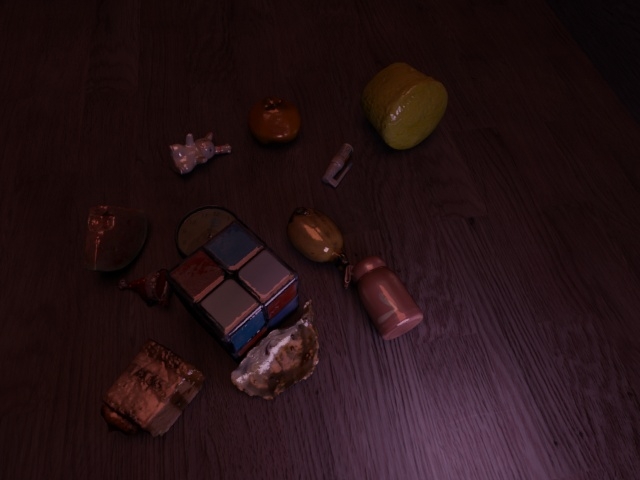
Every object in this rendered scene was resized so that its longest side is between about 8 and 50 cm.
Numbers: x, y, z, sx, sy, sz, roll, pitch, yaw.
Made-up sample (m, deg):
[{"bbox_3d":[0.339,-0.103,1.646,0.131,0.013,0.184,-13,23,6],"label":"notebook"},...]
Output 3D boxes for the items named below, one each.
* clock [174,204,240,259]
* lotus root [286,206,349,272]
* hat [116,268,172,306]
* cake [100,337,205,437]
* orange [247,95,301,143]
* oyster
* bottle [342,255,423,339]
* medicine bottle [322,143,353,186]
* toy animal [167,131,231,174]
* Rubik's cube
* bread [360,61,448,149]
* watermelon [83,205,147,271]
[{"bbox_3d":[-0.446,-0.022,1.736,0.280,0.055,0.281,1,60,-3],"label":"clock"},{"bbox_3d":[0.000,0.000,1.686,0.310,0.183,0.183,42,66,14],"label":"lotus root"},{"bbox_3d":[-0.651,0.175,1.596,0.227,0.129,0.140,-2,83,15],"label":"hat"},{"bbox_3d":[-0.532,0.488,1.350,0.198,0.196,0.293,30,61,11],"label":"cake"},{"bbox_3d":[-0.207,-0.552,1.987,0.248,0.183,0.249,1,58,-1],"label":"orange"},{"bbox_3d":[-0.114,0.397,1.498,0.396,0.111,0.204,-40,87,-23],"label":"oyster"},{"bbox_3d":[0.214,0.201,1.573,0.206,0.173,0.297,-18,62,-22],"label":"bottle"},{"bbox_3d":[0.087,-0.338,1.954,0.092,0.061,0.221,36,63,-5],"label":"medicine bottle"},{"bbox_3d":[-0.534,-0.399,1.900,0.282,0.138,0.141,-29,97,-14],"label":"toy animal"},{"bbox_3d":[-0.284,0.179,1.478,0.316,0.318,0.313,40,67,20],"label":"Rubik's cube"},{"bbox_3d":[0.380,-0.630,1.991,0.348,0.348,0.308,-21,56,-15],"label":"bread"},{"bbox_3d":[-0.808,-0.017,1.630,0.148,0.226,0.318,-3,44,26],"label":"watermelon"}]
